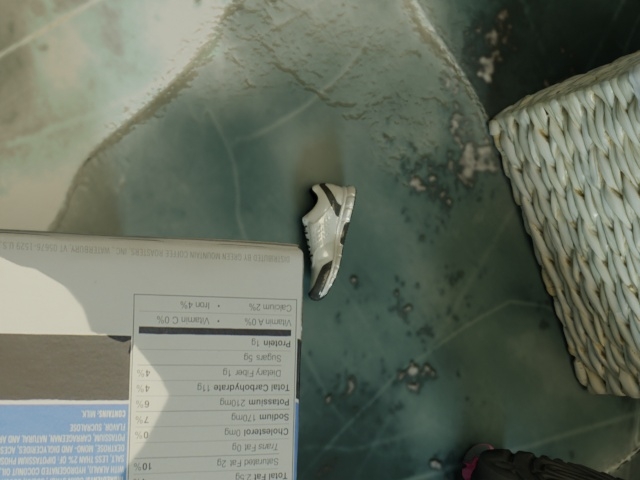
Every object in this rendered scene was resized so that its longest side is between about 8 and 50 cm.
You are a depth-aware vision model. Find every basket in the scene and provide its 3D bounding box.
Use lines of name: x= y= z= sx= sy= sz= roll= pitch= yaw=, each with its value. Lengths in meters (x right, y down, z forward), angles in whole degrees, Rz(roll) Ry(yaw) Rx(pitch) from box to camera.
basket: x=0.392 y=-0.047 z=1.239 sx=0.331 sy=0.266 sz=0.328 roll=-24 pitch=98 yaw=-25

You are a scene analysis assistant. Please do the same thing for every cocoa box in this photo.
cocoa box: x=-0.185 y=0.117 z=0.896 sx=0.231 sy=0.347 sz=0.228 roll=3 pitch=86 yaw=-27

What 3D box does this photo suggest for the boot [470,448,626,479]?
boot: x=0.236 y=0.448 z=1.185 sx=0.367 sy=0.146 sz=0.445 roll=21 pitch=98 yaw=-4

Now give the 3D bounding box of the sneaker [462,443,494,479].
sneaker: x=0.154 y=0.253 z=1.230 sx=0.057 sy=0.047 sz=0.119 roll=27 pitch=77 yaw=-34

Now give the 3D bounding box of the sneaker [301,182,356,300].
sneaker: x=0.000 y=0.000 z=1.173 sx=0.043 sy=0.040 sz=0.109 roll=13 pitch=77 yaw=-9
